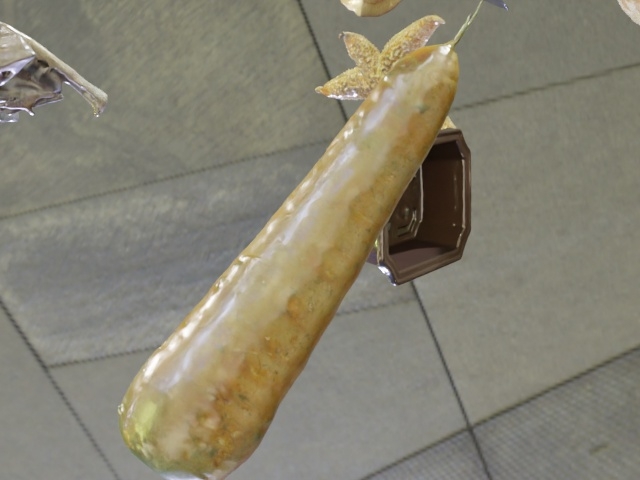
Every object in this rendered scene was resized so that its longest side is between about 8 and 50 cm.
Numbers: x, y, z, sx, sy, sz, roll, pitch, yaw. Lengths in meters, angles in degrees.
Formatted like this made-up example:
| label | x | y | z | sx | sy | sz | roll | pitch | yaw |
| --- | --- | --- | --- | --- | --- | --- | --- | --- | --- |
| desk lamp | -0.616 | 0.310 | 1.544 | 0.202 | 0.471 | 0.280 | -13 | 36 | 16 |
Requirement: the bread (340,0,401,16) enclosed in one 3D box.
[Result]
| label | x | y | z | sx | sy | sz | roll | pitch | yaw |
| --- | --- | --- | --- | --- | --- | --- | --- | --- | --- |
| bread | 0.054 | -0.309 | 1.200 | 0.119 | 0.192 | 0.067 | -30 | 128 | -2 |

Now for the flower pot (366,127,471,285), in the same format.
| label | x | y | z | sx | sy | sz | roll | pitch | yaw |
| --- | --- | --- | --- | --- | --- | --- | --- | --- | --- |
| flower pot | 0.104 | -0.049 | 1.371 | 0.084 | 0.251 | 0.178 | 4 | 101 | 31 |

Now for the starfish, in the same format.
| label | x | y | z | sx | sy | sz | roll | pitch | yaw |
| --- | --- | --- | --- | --- | --- | --- | --- | --- | --- |
| starfish | 0.115 | -0.222 | 1.584 | 0.295 | 0.048 | 0.231 | -29 | 98 | 49 |

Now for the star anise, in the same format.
| label | x | y | z | sx | sy | sz | roll | pitch | yaw |
| --- | --- | --- | --- | --- | --- | --- | --- | --- | --- |
| star anise | -0.309 | -0.138 | 0.889 | 0.262 | 0.081 | 0.230 | -6 | 161 | -21 |

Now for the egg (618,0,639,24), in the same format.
| label | x | y | z | sx | sy | sz | roll | pitch | yaw |
| --- | --- | --- | --- | --- | --- | --- | --- | --- | --- |
| egg | 0.505 | -0.410 | 1.535 | 0.203 | 0.245 | 0.203 | -2 | 165 | -1 |

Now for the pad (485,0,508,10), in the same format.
| label | x | y | z | sx | sy | sz | roll | pitch | yaw |
| --- | --- | --- | --- | --- | --- | --- | --- | --- | --- |
| pad | 0.066 | -0.421 | 1.464 | 0.368 | 0.248 | 0.007 | 31 | 94 | 30 |

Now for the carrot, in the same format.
| label | x | y | z | sx | sy | sz | roll | pitch | yaw |
| --- | --- | --- | --- | --- | --- | --- | --- | --- | --- |
| carrot | 0.000 | 0.000 | 0.569 | 0.078 | 0.078 | 0.298 | 35 | 92 | -16 |
